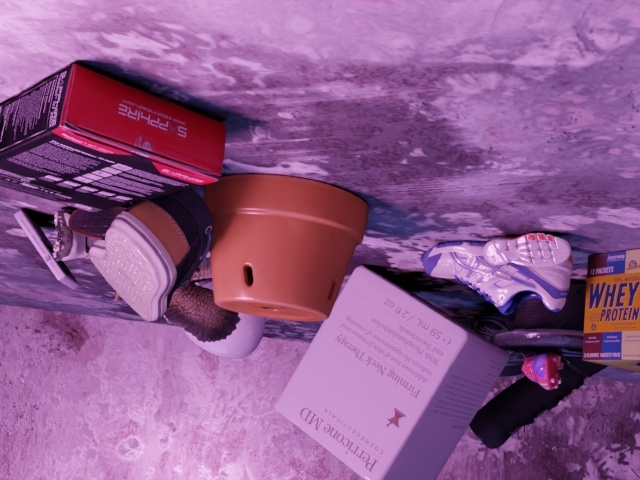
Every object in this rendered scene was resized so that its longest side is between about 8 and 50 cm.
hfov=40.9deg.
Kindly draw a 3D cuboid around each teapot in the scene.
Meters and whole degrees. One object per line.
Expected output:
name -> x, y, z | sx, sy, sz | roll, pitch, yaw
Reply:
teapot -> -0.246, 0.189, 2.358 | 0.252, 0.187, 0.256 | 28, -162, -5

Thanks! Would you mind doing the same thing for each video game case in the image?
video game case -> -0.606, 0.025, 1.908 | 0.022, 0.173, 0.190 | -35, 176, -11

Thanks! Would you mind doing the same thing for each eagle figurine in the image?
eagle figurine -> -0.294, 0.088, 1.949 | 0.298, 0.225, 0.226 | 21, 154, -9

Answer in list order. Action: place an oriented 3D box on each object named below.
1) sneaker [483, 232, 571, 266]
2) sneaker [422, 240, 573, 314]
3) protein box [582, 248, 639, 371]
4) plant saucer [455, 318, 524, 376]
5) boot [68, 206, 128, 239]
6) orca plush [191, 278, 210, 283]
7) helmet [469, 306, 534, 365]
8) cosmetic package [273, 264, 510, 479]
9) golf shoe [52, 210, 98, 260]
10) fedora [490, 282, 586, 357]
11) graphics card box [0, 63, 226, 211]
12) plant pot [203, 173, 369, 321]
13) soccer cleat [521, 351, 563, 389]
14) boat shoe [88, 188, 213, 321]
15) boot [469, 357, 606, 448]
sneaker -> 0.377, 0.010, 1.552 | 0.158, 0.061, 0.065 | 1, -168, 30
sneaker -> 0.328, 0.074, 1.649 | 0.296, 0.131, 0.112 | 1, 167, 32
protein box -> 0.613, 0.139, 1.606 | 0.200, 0.201, 0.136 | 15, 165, -31
plant saucer -> 0.450, 0.294, 2.444 | 0.317, 0.043, 0.317 | 6, -162, -2
boot -> -0.387, -0.027, 1.711 | 0.219, 0.082, 0.106 | 0, 163, 20
orca plush -> -0.362, 0.101, 2.196 | 0.287, 0.102, 0.151 | 8, 167, -5
helmet -> 0.489, 0.252, 2.260 | 0.169, 0.169, 0.161 | 13, -178, -22
cosmetic package -> 0.176, 0.330, 2.025 | 0.329, 0.393, 0.327 | 31, -178, 32
golf shoe -> -0.508, -0.007, 1.838 | 0.120, 0.105, 0.273 | 3, 179, -11
fedora -> 0.540, 0.175, 1.910 | 0.334, 0.152, 0.334 | 4, 170, 1
graphics card box -> -0.331, -0.128, 1.216 | 0.233, 0.094, 0.371 | 17, 163, -38
plant pot -> -0.073, 0.024, 1.491 | 0.291, 0.203, 0.291 | 8, 167, 2
soccer cleat -> 0.492, 0.290, 1.929 | 0.095, 0.083, 0.248 | 5, 173, 20
boat shoe -> -0.295, 0.023, 1.515 | 0.187, 0.156, 0.500 | 48, 158, -3
boot -> 0.568, 0.369, 2.231 | 0.445, 0.146, 0.367 | -36, 153, 12
